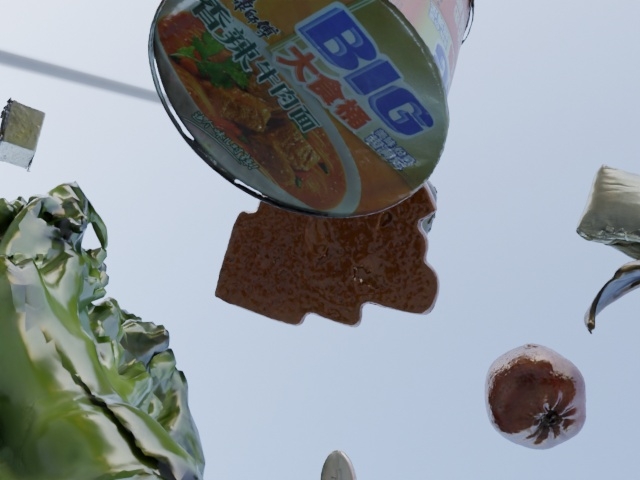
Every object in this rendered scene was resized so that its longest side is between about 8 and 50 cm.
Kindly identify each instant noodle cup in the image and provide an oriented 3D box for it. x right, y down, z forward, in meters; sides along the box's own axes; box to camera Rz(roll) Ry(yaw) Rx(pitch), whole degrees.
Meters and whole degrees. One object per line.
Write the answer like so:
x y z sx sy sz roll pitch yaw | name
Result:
0.013 -0.195 0.831 0.296 0.296 0.214 -14 -146 39 | instant noodle cup

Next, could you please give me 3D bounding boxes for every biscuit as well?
0.000 0.000 1.099 0.306 0.043 0.284 -26 -91 9 | biscuit

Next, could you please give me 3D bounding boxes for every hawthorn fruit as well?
0.366 0.259 1.490 0.179 0.179 0.200 -59 -170 19 | hawthorn fruit

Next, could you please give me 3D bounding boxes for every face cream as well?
0.035 0.488 1.574 0.067 0.285 0.139 -2 -119 1 | face cream

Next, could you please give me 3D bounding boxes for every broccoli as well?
-0.148 0.100 0.380 0.245 0.288 0.248 28 -69 50 | broccoli

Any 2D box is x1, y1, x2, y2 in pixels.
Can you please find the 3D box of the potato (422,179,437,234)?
0.138 -0.007 1.575 0.113 0.149 0.251 18 -77 3 | potato

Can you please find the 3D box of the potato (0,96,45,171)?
-0.435 -0.150 1.237 0.122 0.061 0.086 -19 -121 64 | potato

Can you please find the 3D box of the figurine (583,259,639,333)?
0.563 0.036 0.993 0.268 0.387 0.401 53 -46 19 | figurine

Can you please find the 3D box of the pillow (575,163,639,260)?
0.496 -0.052 1.389 0.134 0.181 0.078 18 -43 18 | pillow
